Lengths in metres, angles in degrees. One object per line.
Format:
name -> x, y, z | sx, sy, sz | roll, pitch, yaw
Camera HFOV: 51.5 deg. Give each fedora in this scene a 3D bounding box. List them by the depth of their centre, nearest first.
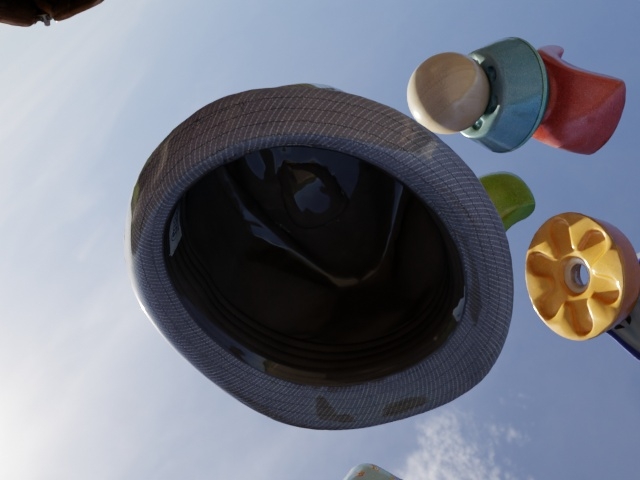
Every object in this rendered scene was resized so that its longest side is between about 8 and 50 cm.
fedora -> 0.000, 0.000, 0.468 | 0.244, 0.275, 0.124 | -25, -146, 20

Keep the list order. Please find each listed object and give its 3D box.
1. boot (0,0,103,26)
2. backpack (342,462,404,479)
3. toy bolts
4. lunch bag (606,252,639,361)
boot -> -0.295, -0.236, 0.563 | 0.284, 0.109, 0.220 | -9, -134, -4
backpack -> 0.097, 0.469, 1.091 | 0.188, 0.165, 0.144 | 28, -149, 28
toy bolts -> 0.134, -0.039, 0.524 | 0.159, 0.228, 0.218 | -3, -150, -25
lunch bag -> 0.638, 0.088, 0.974 | 0.328, 0.238, 0.386 | -10, -166, -34
